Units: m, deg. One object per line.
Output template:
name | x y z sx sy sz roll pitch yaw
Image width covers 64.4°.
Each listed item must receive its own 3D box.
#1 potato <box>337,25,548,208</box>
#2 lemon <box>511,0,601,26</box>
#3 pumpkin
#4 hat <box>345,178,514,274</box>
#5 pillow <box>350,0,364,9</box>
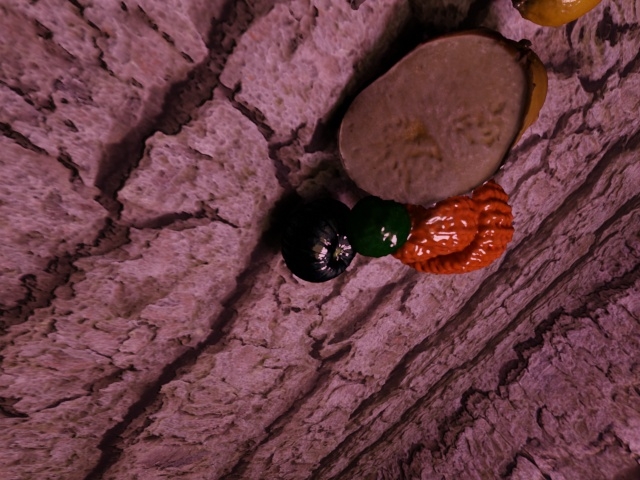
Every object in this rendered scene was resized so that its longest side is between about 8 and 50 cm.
potato | 0.273 -0.241 1.044 0.397 0.290 0.296 -42 171 27
lemon | 0.454 -0.510 0.948 0.231 0.192 0.192 -38 141 -3
pumpkin | 0.000 0.000 1.141 0.201 0.140 0.202 -26 132 -33
hat | 0.236 -0.065 1.132 0.400 0.285 0.285 12 120 -49
pillow | 0.132 -0.498 0.821 0.255 0.059 0.169 -37 144 -3
